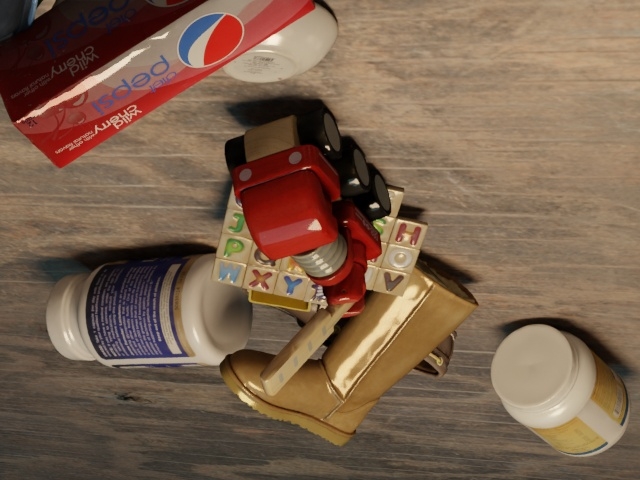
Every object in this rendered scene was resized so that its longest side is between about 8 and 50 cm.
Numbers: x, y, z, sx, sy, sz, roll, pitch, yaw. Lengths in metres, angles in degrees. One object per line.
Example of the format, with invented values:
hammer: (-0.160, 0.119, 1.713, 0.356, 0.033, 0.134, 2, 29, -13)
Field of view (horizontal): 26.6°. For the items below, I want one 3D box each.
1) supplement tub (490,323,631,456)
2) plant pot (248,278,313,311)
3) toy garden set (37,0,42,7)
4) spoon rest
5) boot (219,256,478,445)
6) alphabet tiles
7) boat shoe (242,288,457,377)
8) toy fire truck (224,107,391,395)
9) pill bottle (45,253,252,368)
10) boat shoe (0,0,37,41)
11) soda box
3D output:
supplement tub: (0.338, 0.211, 1.912, 0.144, 0.144, 0.200, -7, 151, 33)
plant pot: (-0.045, 0.034, 1.739, 0.081, 0.083, 0.081, 10, 156, 0)
toy garden set: (-0.317, -0.241, 1.094, 0.244, 0.204, 0.049, 35, -177, -45)
spoon rest: (-0.115, -0.207, 1.260, 0.276, 0.084, 0.137, 5, 161, -24)
boot: (0.034, 0.121, 1.753, 0.236, 0.089, 0.269, 28, 112, -34)
alphabet tiles: (0.000, 0.000, 1.629, 0.237, 0.009, 0.198, 12, 129, -5)
boat shoe: (0.038, 0.101, 1.842, 0.324, 0.096, 0.116, 19, 155, -20)
toy fire truck: (-0.020, 0.019, 1.456, 0.158, 0.246, 0.217, -17, 148, 18)
pill bottle: (-0.240, 0.101, 1.881, 0.265, 0.153, 0.153, -5, 152, 29)
boat shoe: (-0.242, -0.275, 1.050, 0.089, 0.109, 0.258, -16, 143, -46)
soda box: (-0.143, -0.175, 1.137, 0.263, 0.092, 0.083, -31, 149, 4)
